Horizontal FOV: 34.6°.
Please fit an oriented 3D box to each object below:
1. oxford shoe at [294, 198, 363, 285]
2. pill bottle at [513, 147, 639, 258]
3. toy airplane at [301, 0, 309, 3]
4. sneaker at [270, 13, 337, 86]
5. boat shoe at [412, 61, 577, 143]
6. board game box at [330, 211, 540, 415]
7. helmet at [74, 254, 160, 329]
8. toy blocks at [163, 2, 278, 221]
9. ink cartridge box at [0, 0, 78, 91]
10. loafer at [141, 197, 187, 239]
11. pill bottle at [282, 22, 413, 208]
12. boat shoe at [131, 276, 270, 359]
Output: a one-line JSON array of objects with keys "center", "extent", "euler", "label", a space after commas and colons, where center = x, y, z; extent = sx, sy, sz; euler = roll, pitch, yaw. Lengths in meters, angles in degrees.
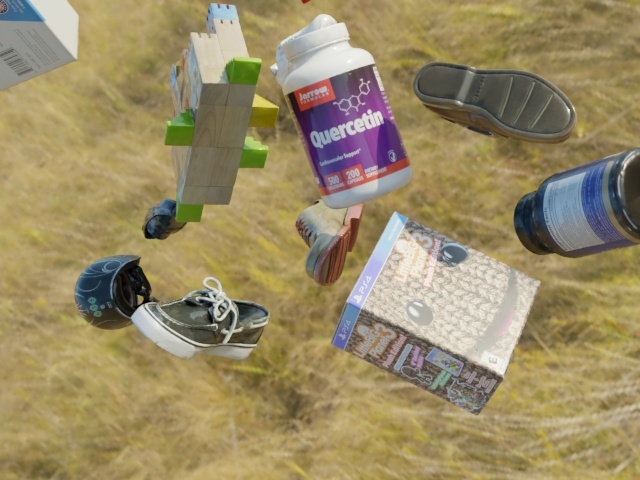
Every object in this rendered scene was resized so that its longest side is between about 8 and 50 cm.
[{"center": [0.000, 0.000, 2.192], "extent": [0.348, 0.130, 0.123], "euler": [-57, -19, -69], "label": "oxford shoe"}, {"center": [0.365, -0.043, 1.380], "extent": [0.123, 0.123, 0.219], "euler": [-57, 18, -25], "label": "pill bottle"}, {"center": [0.004, -0.410, 1.532], "extent": [0.151, 0.151, 0.028], "euler": [-36, 61, 15], "label": "toy airplane"}, {"center": [-0.041, -0.381, 2.067], "extent": [0.090, 0.095, 0.235], "euler": [-35, -11, -34], "label": "sneaker"}, {"center": [0.311, -0.232, 1.774], "extent": [0.307, 0.104, 0.110], "euler": [27, 82, 33], "label": "boat shoe"}, {"center": [0.203, 0.126, 1.810], "extent": [0.141, 0.291, 0.232], "euler": [108, -171, -52], "label": "board game box"}, {"center": [-0.436, 0.110, 2.165], "extent": [0.162, 0.169, 0.169], "euler": [-9, 42, 42], "label": "helmet"}, {"center": [-0.212, -0.258, 1.912], "extent": [0.381, 0.191, 0.261], "euler": [108, 154, -43], "label": "toy blocks"}, {"center": [-0.623, -0.380, 1.834], "extent": [0.307, 0.223, 0.129], "euler": [-19, 52, 14], "label": "ink cartridge box"}, {"center": [-0.317, -0.038, 2.121], "extent": [0.223, 0.076, 0.078], "euler": [-10, 56, 66], "label": "loafer"}, {"center": [0.042, -0.232, 1.921], "extent": [0.182, 0.323, 0.181], "euler": [-20, 6, 2], "label": "pill bottle"}, {"center": [-0.177, 0.124, 1.638], "extent": [0.113, 0.306, 0.105], "euler": [44, 102, 31], "label": "boat shoe"}]
